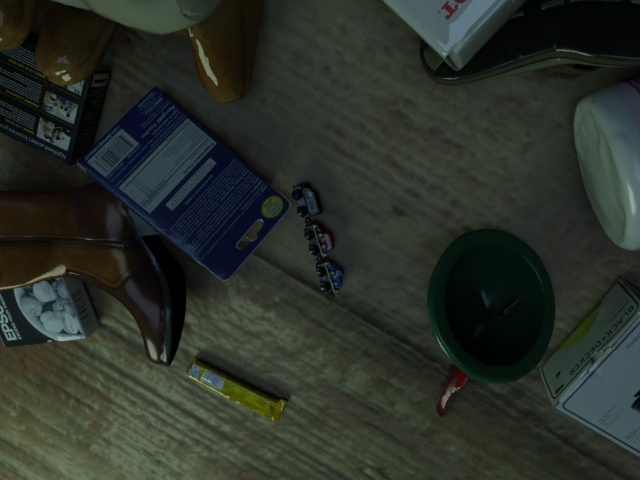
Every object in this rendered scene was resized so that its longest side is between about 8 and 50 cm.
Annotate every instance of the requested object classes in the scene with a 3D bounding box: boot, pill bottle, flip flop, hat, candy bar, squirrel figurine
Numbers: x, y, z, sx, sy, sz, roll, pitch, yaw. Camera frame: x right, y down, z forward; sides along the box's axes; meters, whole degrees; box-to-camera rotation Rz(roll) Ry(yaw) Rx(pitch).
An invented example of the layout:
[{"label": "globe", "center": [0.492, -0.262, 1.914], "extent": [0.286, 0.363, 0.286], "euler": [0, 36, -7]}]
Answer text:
[{"label": "boot", "center": [-0.332, 0.053, 0.697], "extent": [0.280, 0.096, 0.264], "euler": [-6, 107, -2]}, {"label": "pill bottle", "center": [0.421, -0.106, 0.494], "extent": [0.301, 0.169, 0.169], "euler": [-15, 105, 15]}, {"label": "flip flop", "center": [0.243, -0.210, 0.541], "extent": [0.277, 0.080, 0.112], "euler": [-4, 83, 28]}, {"label": "hat", "center": [0.174, 0.104, 0.691], "extent": [0.173, 0.183, 0.209], "euler": [31, 70, -8]}, {"label": "candy bar", "center": [-0.129, 0.224, 0.792], "extent": [0.161, 0.018, 0.040], "euler": [26, 108, 1]}, {"label": "squirrel figurine", "center": [-0.266, -0.363, 0.521], "extent": [0.370, 0.281, 0.397], "euler": [12, 97, 17]}]

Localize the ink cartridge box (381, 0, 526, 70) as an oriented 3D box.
[{"label": "ink cartridge box", "center": [0.099, -0.325, 0.480], "extent": [0.273, 0.115, 0.198], "euler": [47, 111, 6]}]

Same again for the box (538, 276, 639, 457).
[{"label": "box", "center": [0.444, 0.191, 0.635], "extent": [0.289, 0.087, 0.169], "euler": [29, 112, -1]}]

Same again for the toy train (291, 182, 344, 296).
[{"label": "toy train", "center": [0.000, 0.000, 0.687], "extent": [0.036, 0.027, 0.158], "euler": [-16, 105, 4]}]

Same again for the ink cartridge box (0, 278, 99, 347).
[{"label": "ink cartridge box", "center": [-0.461, 0.059, 0.784], "extent": [0.208, 0.045, 0.206], "euler": [-9, 107, 15]}]

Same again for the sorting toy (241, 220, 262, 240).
[{"label": "sorting toy", "center": [-0.107, -0.040, 0.700], "extent": [0.062, 0.012, 0.083], "euler": [1, 109, 8]}]

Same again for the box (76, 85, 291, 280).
[{"label": "box", "center": [-0.162, -0.066, 0.651], "extent": [0.225, 0.036, 0.136], "euler": [40, 74, -3]}]

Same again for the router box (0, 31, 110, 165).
[{"label": "router box", "center": [-0.376, -0.196, 0.679], "extent": [0.178, 0.046, 0.133], "euler": [27, 112, 1]}]
